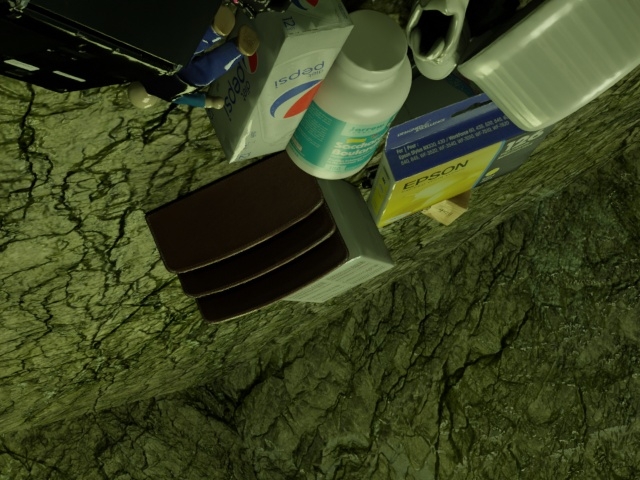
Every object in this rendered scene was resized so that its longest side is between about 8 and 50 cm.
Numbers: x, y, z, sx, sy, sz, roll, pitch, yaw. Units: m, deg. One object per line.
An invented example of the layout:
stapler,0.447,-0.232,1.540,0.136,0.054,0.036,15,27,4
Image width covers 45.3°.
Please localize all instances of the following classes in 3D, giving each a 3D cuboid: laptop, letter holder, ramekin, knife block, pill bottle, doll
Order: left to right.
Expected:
laptop,-0.228,-0.243,0.724,0.264,0.137,0.234,-3,176,25
doll,-0.157,-0.195,0.883,0.189,0.046,0.129,-20,139,36
letter holder,-0.121,0.001,1.380,0.301,0.215,0.152,-25,166,1
pill bottle,0.036,-0.199,1.056,0.146,0.146,0.264,-20,166,-18
knife block,0.220,-0.153,1.717,0.088,0.242,0.276,-45,-159,57
ramekin,0.332,-0.270,1.019,0.277,0.135,0.277,-40,-175,5

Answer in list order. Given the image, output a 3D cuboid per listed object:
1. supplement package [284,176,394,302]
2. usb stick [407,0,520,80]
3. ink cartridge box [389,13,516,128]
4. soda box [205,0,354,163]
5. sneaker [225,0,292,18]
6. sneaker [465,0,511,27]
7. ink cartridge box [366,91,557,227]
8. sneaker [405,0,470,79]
supplement package,0.000,0.000,1.613,0.198,0.199,0.262,-28,166,15
usb stick,0.170,-0.289,1.160,0.278,0.045,0.077,-31,167,22
ink cartridge box,0.249,-0.243,1.318,0.278,0.117,0.201,-27,166,9
soda box,-0.062,-0.210,0.954,0.091,0.098,0.286,-18,164,-26
sneaker,-0.081,-0.249,0.719,0.170,0.074,0.063,-10,133,-59
sneaker,0.271,-0.360,0.989,0.130,0.087,0.227,-11,156,-25
ink cartridge box,0.237,-0.146,1.273,0.303,0.072,0.307,-21,167,-9
sneaker,0.144,-0.271,1.004,0.232,0.090,0.115,78,34,-67
